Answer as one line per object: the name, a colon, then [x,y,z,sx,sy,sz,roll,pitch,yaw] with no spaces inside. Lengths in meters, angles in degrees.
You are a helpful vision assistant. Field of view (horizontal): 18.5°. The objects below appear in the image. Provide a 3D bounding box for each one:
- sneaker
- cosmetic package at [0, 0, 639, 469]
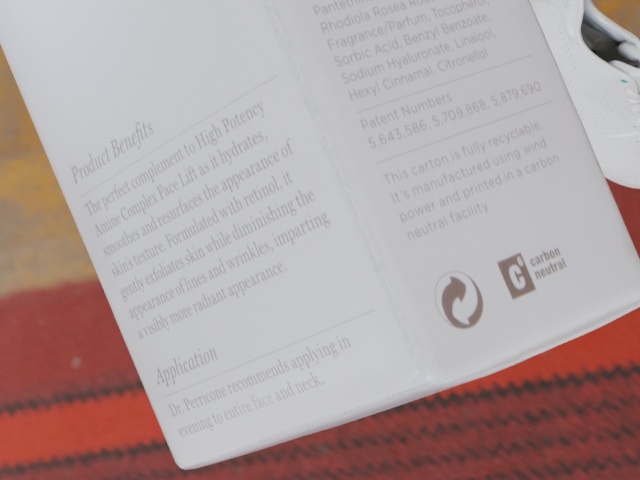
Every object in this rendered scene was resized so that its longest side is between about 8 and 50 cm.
sneaker: [0.237,-0.120,1.558,0.094,0.212,0.080,-9,44,50]
cosmetic package: [-0.022,-0.067,0.496,0.117,0.085,0.231,-24,86,51]
